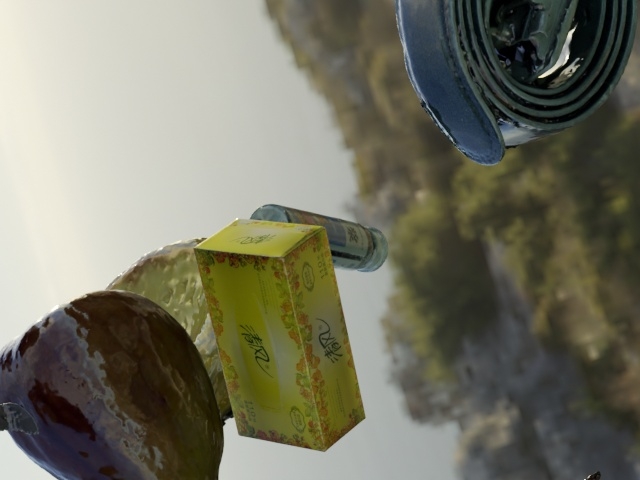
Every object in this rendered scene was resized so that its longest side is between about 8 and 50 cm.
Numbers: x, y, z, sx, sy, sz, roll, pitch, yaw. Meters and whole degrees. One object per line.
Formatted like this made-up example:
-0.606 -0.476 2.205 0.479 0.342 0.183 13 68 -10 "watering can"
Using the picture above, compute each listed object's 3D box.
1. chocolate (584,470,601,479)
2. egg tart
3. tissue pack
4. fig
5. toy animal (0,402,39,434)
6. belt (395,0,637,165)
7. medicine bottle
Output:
0.174 0.266 1.661 0.028 0.086 0.182 40 125 13 "chocolate"
-0.172 0.136 2.225 0.120 0.315 0.315 43 -171 -31 "egg tart"
-0.033 0.076 1.604 0.095 0.062 0.176 7 120 38 "tissue pack"
-0.131 0.157 1.574 0.274 0.145 0.170 45 133 0 "fig"
-0.236 0.118 1.362 0.028 0.084 0.050 170 94 -74 "toy animal"
0.169 -0.193 1.712 0.116 0.206 0.267 -15 64 58 "belt"
0.000 0.000 1.914 0.191 0.051 0.051 13 -126 -59 "medicine bottle"
